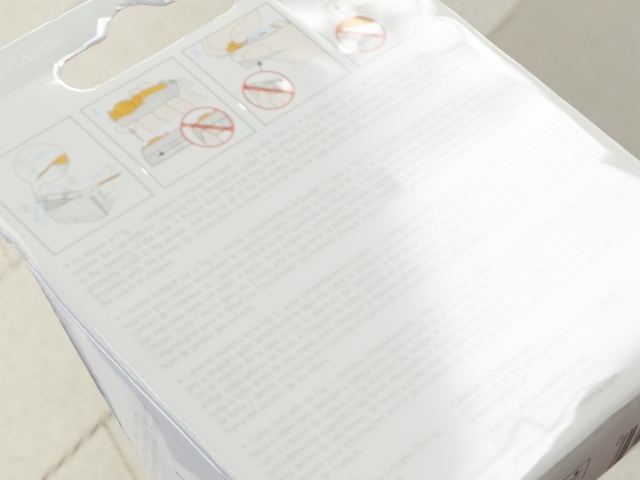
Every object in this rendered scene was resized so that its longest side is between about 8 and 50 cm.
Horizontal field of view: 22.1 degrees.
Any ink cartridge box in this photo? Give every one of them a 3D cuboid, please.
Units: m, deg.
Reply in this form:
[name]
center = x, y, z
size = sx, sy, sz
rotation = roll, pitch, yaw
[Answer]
[ink cartridge box]
center = 0.000, 0.000, 0.890
size = 0.308, 0.091, 0.385
rotation = -34, 62, -28
